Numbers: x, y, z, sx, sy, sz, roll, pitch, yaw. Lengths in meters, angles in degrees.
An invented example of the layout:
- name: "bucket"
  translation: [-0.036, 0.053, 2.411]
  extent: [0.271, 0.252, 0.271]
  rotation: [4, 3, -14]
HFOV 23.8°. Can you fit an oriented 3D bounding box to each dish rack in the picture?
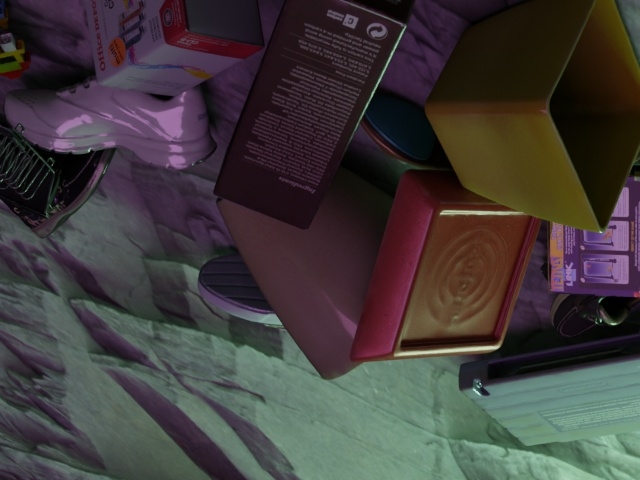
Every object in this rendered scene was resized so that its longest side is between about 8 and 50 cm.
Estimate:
- name: "dish rack"
  translation: [-0.458, -0.127, 1.990]
  extent: [0.208, 0.074, 0.271]
  rotation: [22, 169, 8]

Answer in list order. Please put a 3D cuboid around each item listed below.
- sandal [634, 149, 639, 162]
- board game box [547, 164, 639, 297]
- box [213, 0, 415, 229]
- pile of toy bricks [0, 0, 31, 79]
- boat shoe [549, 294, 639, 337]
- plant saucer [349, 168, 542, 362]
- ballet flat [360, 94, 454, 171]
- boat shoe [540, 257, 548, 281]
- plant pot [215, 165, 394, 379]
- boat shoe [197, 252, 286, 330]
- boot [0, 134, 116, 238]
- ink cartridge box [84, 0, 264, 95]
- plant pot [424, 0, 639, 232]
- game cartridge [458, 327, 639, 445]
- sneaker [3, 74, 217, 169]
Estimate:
- name: "sandal"
  translation: [0.313, -0.116, 1.910]
  extent: [0.180, 0.072, 0.049]
  rotation: [-5, 120, 21]
- name: "board game box"
  translation: [0.367, -0.013, 1.972]
  extent: [0.141, 0.048, 0.170]
  rotation: [3, 112, 17]
- name: "box"
  translation: [-0.001, -0.210, 1.813]
  extent: [0.143, 0.191, 0.381]
  rotation: [20, 139, -4]
- name: "pile of toy bricks"
  translation: [-0.485, -0.250, 2.009]
  extent: [0.212, 0.118, 0.105]
  rotation: [-11, 153, 5]
- name: "boat shoe"
  translation: [0.392, 0.082, 2.091]
  extent: [0.080, 0.073, 0.223]
  rotation: [8, 144, -27]
- name: "plant saucer"
  translation: [0.175, 0.041, 1.921]
  extent: [0.047, 0.259, 0.258]
  rotation: [32, 113, 43]
- name: "ballet flat"
  translation: [0.142, -0.112, 1.966]
  extent: [0.232, 0.080, 0.073]
  rotation: [25, 151, -10]
- name: "boat shoe"
  translation: [0.333, 0.011, 2.064]
  extent: [0.040, 0.049, 0.142]
  rotation: [46, 142, 25]
- name: "plant pot"
  translation: [0.000, 0.000, 2.043]
  extent: [0.274, 0.256, 0.256]
  rotation: [46, 134, -9]
- name: "boat shoe"
  translation: [-0.035, 0.099, 2.247]
  extent: [0.302, 0.109, 0.094]
  rotation: [12, 142, 1]
- name: "boot"
  translation: [-0.407, -0.112, 2.147]
  extent: [0.178, 0.085, 0.236]
  rotation: [35, 136, -17]
- name: "ink cartridge box"
  translation: [-0.177, -0.264, 1.814]
  extent: [0.127, 0.128, 0.176]
  rotation: [4, 160, -45]
- name: "plant pot"
  translation: [0.249, -0.155, 1.790]
  extent: [0.187, 0.212, 0.212]
  rotation: [2, 140, 35]
- name: "game cartridge"
  translation: [0.411, 0.216, 2.234]
  extent: [0.355, 0.068, 0.230]
  rotation: [-14, 148, 31]
- name: "sneaker"
  translation: [-0.280, -0.182, 2.028]
  extent: [0.297, 0.111, 0.129]
  rotation: [6, 120, 10]
